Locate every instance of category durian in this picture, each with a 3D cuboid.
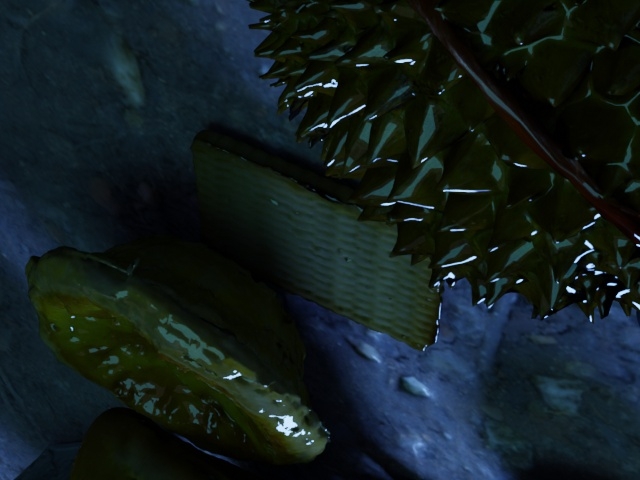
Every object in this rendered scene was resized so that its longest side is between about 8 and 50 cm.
[{"bbox_3d":[0.128,-0.126,0.701,0.347,0.347,0.384,44,176,-12],"label":"durian"}]

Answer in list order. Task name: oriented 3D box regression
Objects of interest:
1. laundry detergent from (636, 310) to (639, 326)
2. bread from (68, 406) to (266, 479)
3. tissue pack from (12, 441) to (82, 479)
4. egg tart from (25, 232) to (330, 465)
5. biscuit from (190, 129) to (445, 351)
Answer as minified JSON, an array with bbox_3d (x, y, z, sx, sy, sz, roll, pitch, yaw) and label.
[{"bbox_3d":[0.315,-0.011,0.843,0.143,0.094,0.290,20,146,0],"label":"laundry detergent"},{"bbox_3d":[-0.090,0.339,1.445,0.337,0.148,0.328,28,172,42],"label":"bread"},{"bbox_3d":[-0.239,0.472,1.758,0.331,0.205,0.405,-15,110,52],"label":"tissue pack"},{"bbox_3d":[-0.125,0.097,1.302,0.341,0.132,0.341,25,156,12],"label":"egg tart"},{"bbox_3d":[0.000,0.000,1.193,0.254,0.029,0.172,25,145,18],"label":"biscuit"}]
